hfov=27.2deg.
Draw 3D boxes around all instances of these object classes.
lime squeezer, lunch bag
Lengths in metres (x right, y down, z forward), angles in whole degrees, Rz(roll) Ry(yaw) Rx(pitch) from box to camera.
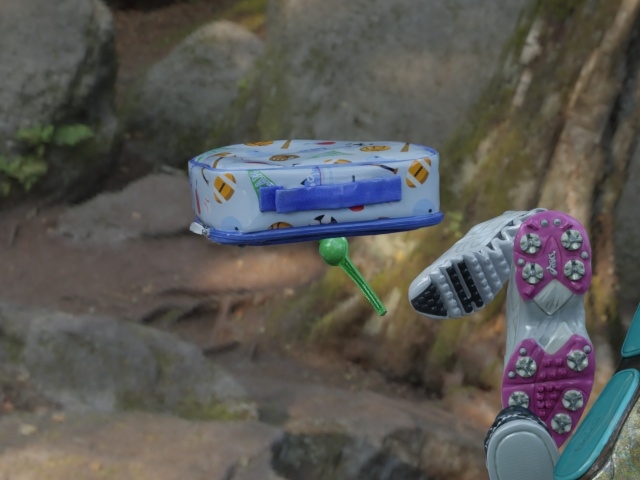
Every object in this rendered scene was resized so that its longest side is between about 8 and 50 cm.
[{"bbox_3d":[0.000,0.000,2.178,0.310,0.059,0.110,41,6,-5],"label":"lime squeezer"},{"bbox_3d":[-0.014,-0.057,1.601,0.303,0.115,0.243,-7,11,-15],"label":"lunch bag"}]

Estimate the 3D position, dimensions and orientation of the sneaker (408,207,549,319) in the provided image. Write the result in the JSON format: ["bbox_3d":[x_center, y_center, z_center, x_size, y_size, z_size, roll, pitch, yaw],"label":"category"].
[{"bbox_3d":[0.259,0.036,2.207,0.292,0.110,0.118,-29,25,-21],"label":"sneaker"}]

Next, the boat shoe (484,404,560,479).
[{"bbox_3d":[0.252,0.337,1.516,0.114,0.303,0.091,-5,11,7],"label":"boat shoe"}]

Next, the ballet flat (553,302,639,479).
[{"bbox_3d":[0.369,0.152,1.419,0.123,0.348,0.123,29,-20,12],"label":"ballet flat"}]

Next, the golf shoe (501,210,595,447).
[{"bbox_3d":[0.286,0.116,1.676,0.115,0.306,0.140,6,2,2],"label":"golf shoe"}]
